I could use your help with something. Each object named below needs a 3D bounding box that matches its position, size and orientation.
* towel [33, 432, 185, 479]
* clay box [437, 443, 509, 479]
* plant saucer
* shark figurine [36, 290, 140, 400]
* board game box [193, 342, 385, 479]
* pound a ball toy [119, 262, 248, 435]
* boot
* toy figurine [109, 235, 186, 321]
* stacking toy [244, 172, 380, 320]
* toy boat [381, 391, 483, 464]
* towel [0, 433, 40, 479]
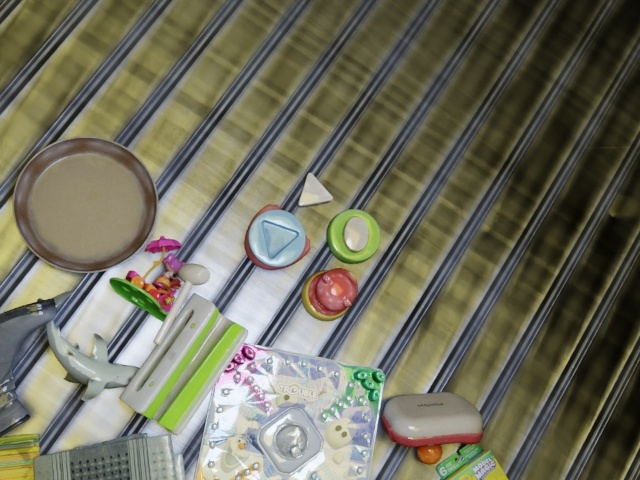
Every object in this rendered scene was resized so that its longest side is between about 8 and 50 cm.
[{"bbox_3d":[-0.423,0.570,1.657,0.312,0.056,0.324,-11,80,6],"label":"towel"},{"bbox_3d":[0.378,0.588,1.872,0.127,0.053,0.222,-31,88,-16],"label":"clay box"},{"bbox_3d":[-0.519,-0.078,1.807,0.310,0.050,0.311,2,80,-11],"label":"plant saucer"},{"bbox_3d":[-0.529,0.249,1.721,0.278,0.116,0.166,46,40,-9],"label":"shark figurine"},{"bbox_3d":[-0.064,0.446,1.804,0.389,0.050,0.390,12,77,-9],"label":"board game box"},{"bbox_3d":[-0.308,0.219,1.725,0.208,0.135,0.319,44,74,-39],"label":"pound a ball toy"},{"bbox_3d":[-0.645,0.275,1.660,0.338,0.118,0.223,-29,88,10],"label":"boot"},{"bbox_3d":[-0.351,0.073,1.793,0.173,0.130,0.159,42,63,-25],"label":"toy figurine"},{"bbox_3d":[0.000,0.000,1.863,0.309,0.130,0.279,38,74,-3],"label":"stacking toy"},{"bbox_3d":[0.255,0.440,1.846,0.231,0.151,0.151,-2,110,-12],"label":"toy boat"},{"bbox_3d":[-0.630,0.526,1.681,0.102,0.021,0.237,-6,81,-12],"label":"towel"}]
